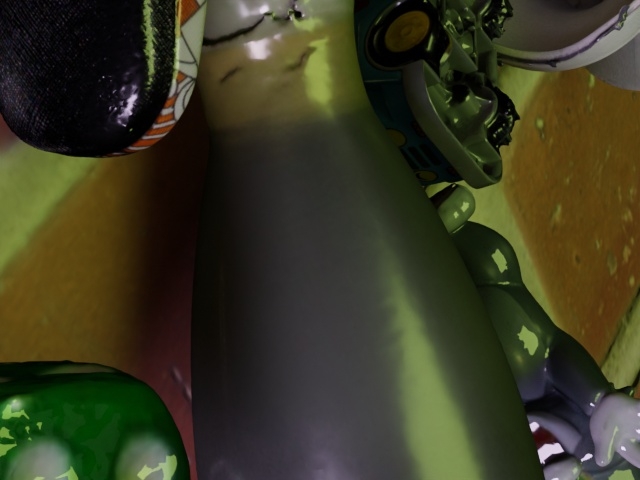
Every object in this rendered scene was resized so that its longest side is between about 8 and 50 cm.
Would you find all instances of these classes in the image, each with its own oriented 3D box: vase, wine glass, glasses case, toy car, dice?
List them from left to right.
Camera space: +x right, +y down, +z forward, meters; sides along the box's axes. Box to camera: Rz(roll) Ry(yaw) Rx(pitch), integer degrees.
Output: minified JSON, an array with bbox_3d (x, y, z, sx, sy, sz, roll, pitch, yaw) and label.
[{"bbox_3d":[-0.135,0.114,0.624,0.120,0.128,0.131,2,89,-53],"label":"dice"},{"bbox_3d":[-0.097,-0.169,0.699,0.067,0.103,0.267,3,89,-51],"label":"glasses case"},{"bbox_3d":[0.000,0.000,0.787,0.173,0.173,0.321,-21,103,-52],"label":"vase"},{"bbox_3d":[0.047,-0.113,0.908,0.097,0.100,0.191,44,36,-43],"label":"toy car"},{"bbox_3d":[0.177,-0.177,1.039,0.196,0.165,0.165,9,82,-61],"label":"wine glass"}]

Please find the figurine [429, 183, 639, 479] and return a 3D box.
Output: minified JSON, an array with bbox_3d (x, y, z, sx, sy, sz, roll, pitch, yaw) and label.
[{"bbox_3d":[0.107,0.105,0.962,0.265,0.193,0.140,60,12,7],"label":"figurine"}]
